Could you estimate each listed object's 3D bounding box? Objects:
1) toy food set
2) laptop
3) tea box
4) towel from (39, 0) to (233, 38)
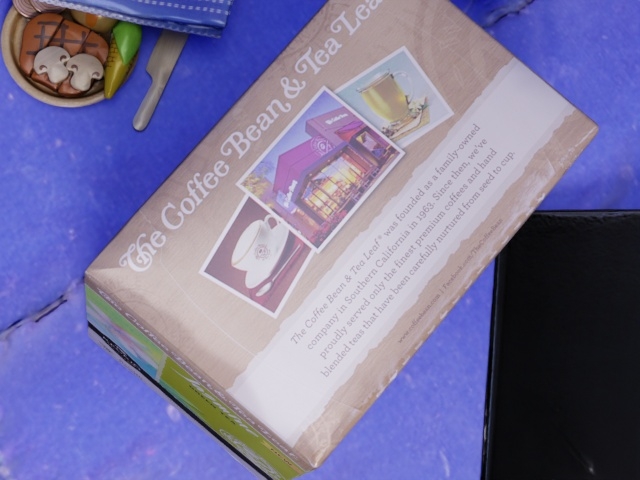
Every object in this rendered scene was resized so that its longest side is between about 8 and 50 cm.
[{"bbox_3d":[-0.222,-0.184,1.386,0.192,0.038,0.132,21,76,-2],"label":"toy food set"},{"bbox_3d":[0.377,0.180,1.390,0.408,0.236,0.381,13,75,-33],"label":"laptop"},{"bbox_3d":[0.000,0.000,1.227,0.220,0.323,0.329,40,77,3],"label":"tea box"},{"bbox_3d":[-0.168,-0.356,1.409,0.243,0.040,0.336,12,69,-3],"label":"towel"}]
